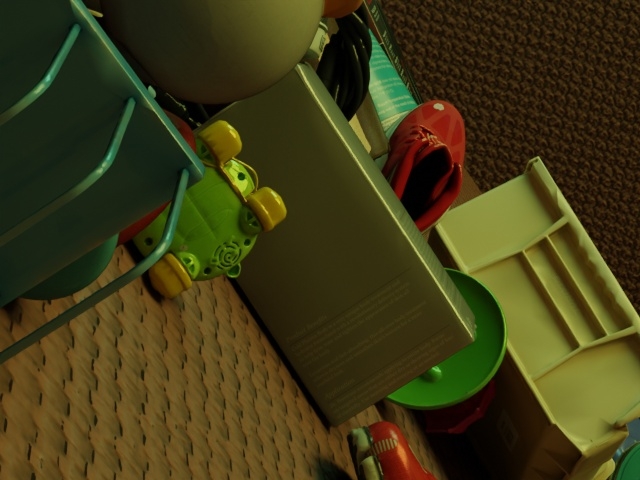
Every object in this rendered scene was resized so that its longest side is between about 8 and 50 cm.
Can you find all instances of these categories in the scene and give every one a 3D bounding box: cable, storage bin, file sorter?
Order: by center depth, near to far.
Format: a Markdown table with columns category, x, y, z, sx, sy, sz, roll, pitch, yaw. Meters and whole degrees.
| category | x | y | z | sx | sy | sz | roll | pitch | yaw |
| --- | --- | --- | --- | --- | --- | --- | --- | --- | --- |
| file sorter | -0.146 | -0.048 | 0.678 | 0.170 | 0.118 | 0.104 | 54 | 13 | -18 |
| cable | -0.037 | -0.133 | 1.268 | 0.150 | 0.184 | 0.047 | 52 | 7 | -7 |
| storage bin | 0.200 | 0.107 | 1.579 | 0.260 | 0.123 | 0.262 | 60 | -14 | 20 |

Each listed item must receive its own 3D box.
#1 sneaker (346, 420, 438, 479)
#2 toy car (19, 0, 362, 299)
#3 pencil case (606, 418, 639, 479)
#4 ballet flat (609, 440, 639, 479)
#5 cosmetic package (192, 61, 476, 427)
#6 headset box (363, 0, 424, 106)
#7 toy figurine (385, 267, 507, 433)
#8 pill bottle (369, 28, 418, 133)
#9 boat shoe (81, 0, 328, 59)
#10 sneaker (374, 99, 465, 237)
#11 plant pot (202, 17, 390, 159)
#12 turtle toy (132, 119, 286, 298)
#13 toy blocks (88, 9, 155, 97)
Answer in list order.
| category | x | y | z | sx | sy | sz | roll | pitch | yaw |
| --- | --- | --- | --- | --- | --- | --- | --- | --- | --- |
| sneaker | 0.115 | 0.203 | 1.155 | 0.279 | 0.118 | 0.107 | 51 | 11 | -34 |
| toy car | -0.092 | -0.127 | 0.829 | 0.210 | 0.238 | 0.219 | 54 | 10 | -17 |
| pencil case | 0.395 | 0.322 | 2.129 | 0.133 | 0.119 | 0.306 | 15 | 42 | -51 |
| ballet flat | 0.358 | 0.375 | 1.700 | 0.123 | 0.123 | 0.348 | 46 | 31 | -50 |
| cosmetic package | 0.000 | 0.000 | 1.213 | 0.238 | 0.127 | 0.107 | 59 | 8 | 0 |
| headset box | 0.044 | -0.183 | 1.918 | 0.218 | 0.110 | 0.293 | -73 | 139 | -77 |
| toy figurine | 0.090 | 0.104 | 1.465 | 0.173 | 0.130 | 0.159 | 35 | -15 | 27 |
| pill bottle | -0.001 | -0.137 | 1.561 | 0.264 | 0.146 | 0.146 | 59 | 10 | 8 |
| boat shoe | -0.097 | -0.186 | 1.190 | 0.219 | 0.070 | 0.078 | 12 | -5 | -22 |
| sneaker | 0.096 | -0.059 | 1.400 | 0.087 | 0.128 | 0.221 | 33 | 50 | -11 |
| plant pot | -0.032 | -0.120 | 1.368 | 0.165 | 0.167 | 0.167 | 65 | 10 | -1 |
| turtle toy | -0.088 | -0.031 | 1.020 | 0.130 | 0.095 | 0.066 | 57 | -12 | -8 |
| toy blocks | -0.159 | -0.141 | 1.083 | 0.123 | 0.054 | 0.148 | 62 | 10 | 30 |
